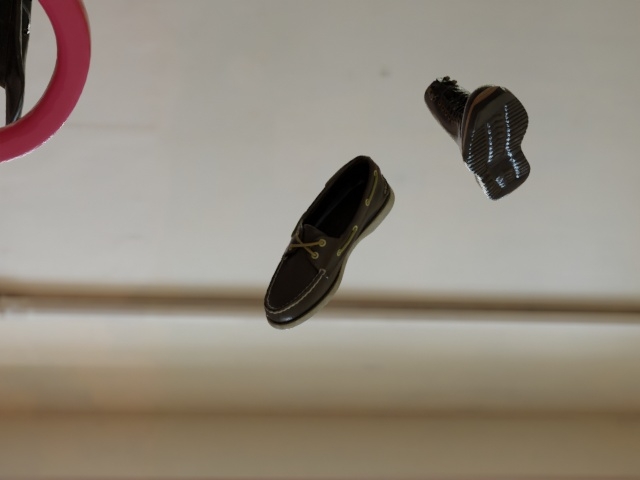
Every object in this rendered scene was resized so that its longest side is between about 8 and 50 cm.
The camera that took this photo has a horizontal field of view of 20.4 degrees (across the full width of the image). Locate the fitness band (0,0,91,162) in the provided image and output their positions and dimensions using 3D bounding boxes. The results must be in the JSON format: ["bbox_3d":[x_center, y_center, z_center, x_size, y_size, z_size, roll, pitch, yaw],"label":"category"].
[{"bbox_3d":[-0.323,-0.166,1.390,0.054,0.290,0.209,-104,-143,-65],"label":"fitness band"}]

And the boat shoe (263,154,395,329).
[{"bbox_3d":[0.000,0.000,2.061,0.228,0.081,0.069,-54,143,-21],"label":"boat shoe"}]

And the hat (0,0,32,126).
[{"bbox_3d":[-0.444,-0.301,2.331,0.331,0.134,0.331,-175,-90,-80],"label":"hat"}]

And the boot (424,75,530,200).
[{"bbox_3d":[0.144,-0.133,1.814,0.137,0.077,0.198,54,-10,24],"label":"boot"}]
